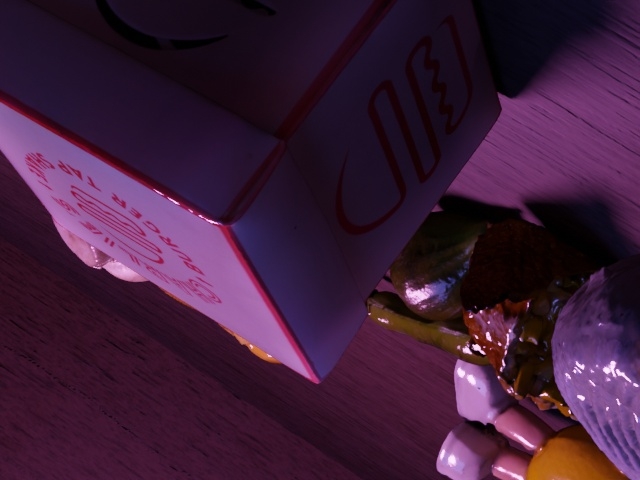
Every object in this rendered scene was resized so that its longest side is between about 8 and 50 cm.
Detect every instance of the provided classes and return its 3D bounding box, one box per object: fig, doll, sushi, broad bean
[{"bbox_3d":[0.148,0.016,1.844,0.117,0.117,0.177,39,144,-16],"label":"fig"},{"bbox_3d":[0.328,0.288,2.212,0.423,0.161,0.348,8,134,46],"label":"doll"},{"bbox_3d":[0.240,0.090,1.754,0.179,0.167,0.296,54,176,46],"label":"sushi"},{"bbox_3d":[0.141,0.105,2.198,0.325,0.067,0.075,17,149,48],"label":"broad bean"}]

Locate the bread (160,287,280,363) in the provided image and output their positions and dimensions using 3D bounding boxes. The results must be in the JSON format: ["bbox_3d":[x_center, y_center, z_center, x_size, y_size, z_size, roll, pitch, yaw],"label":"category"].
[{"bbox_3d":[-0.130,0.055,2.519,0.294,0.132,0.167,37,174,-7],"label":"bread"}]

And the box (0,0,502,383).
[{"bbox_3d":[-0.071,-0.125,1.433,0.314,0.300,0.312,30,165,25],"label":"box"}]

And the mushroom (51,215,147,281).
[{"bbox_3d":[-0.261,-0.066,2.324,0.255,0.184,0.255,43,155,26],"label":"mushroom"}]

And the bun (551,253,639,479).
[{"bbox_3d":[0.361,0.131,1.493,0.354,0.194,0.354,36,168,9],"label":"bun"}]
